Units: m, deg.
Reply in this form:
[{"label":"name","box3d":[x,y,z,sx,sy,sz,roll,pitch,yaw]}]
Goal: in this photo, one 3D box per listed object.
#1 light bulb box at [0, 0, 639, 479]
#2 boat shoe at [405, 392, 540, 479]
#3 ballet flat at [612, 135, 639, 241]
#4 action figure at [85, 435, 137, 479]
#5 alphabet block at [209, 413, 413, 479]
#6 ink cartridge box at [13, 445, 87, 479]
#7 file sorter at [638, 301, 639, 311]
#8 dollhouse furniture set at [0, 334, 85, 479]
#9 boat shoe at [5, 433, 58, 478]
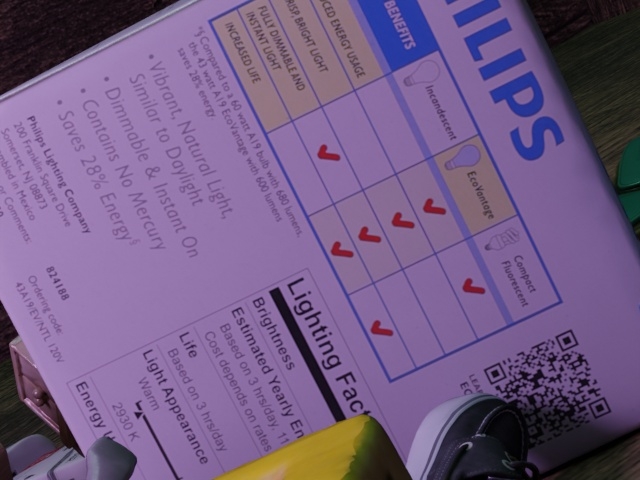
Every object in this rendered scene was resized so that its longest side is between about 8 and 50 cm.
[{"label":"light bulb box","box3d":[0.000,0.000,1.132,0.361,0.358,0.225,-26,9,5]},{"label":"boat shoe","box3d":[0.081,0.145,0.927,0.076,0.080,0.228,-16,12,30]},{"label":"ballet flat","box3d":[0.270,-0.019,1.448,0.080,0.073,0.232,-13,19,30]},{"label":"action figure","box3d":[-0.283,0.229,0.903,0.341,0.330,0.178,9,25,-26]},{"label":"alphabet block","box3d":[-0.032,0.193,0.488,0.192,0.197,0.193,-26,7,12]},{"label":"ink cartridge box","box3d":[-0.219,0.219,1.606,0.135,0.056,0.099,-24,7,29]},{"label":"file sorter","box3d":[0.263,0.001,0.892,0.170,0.104,0.118,-45,-4,-17]},{"label":"dollhouse furniture set","box3d":[-0.248,0.203,1.389,0.242,0.161,0.212,-42,-22,-25]},{"label":"boat shoe","box3d":[-0.353,0.262,1.759,0.070,0.077,0.219,-22,1,35]}]
